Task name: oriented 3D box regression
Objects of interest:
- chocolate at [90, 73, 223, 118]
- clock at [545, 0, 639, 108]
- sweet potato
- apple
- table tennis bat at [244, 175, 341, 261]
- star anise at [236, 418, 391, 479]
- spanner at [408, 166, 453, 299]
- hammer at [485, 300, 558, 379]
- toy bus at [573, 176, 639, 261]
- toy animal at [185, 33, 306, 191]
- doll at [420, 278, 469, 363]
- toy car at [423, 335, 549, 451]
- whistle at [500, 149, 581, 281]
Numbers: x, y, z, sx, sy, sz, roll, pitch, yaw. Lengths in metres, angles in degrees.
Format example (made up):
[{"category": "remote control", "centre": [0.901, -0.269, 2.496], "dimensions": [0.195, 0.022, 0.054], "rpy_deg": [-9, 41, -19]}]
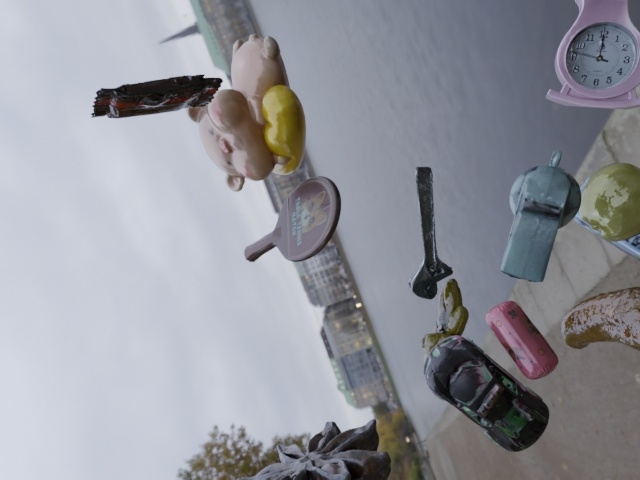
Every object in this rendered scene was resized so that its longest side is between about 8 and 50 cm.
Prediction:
[{"category": "chocolate", "centre": [-0.228, -0.198, 0.836], "dimensions": [0.086, 0.182, 0.028], "rpy_deg": [-33, 78, 54]}, {"category": "clock", "centre": [0.696, -0.438, 1.367], "dimensions": [0.080, 0.290, 0.275], "rpy_deg": [-21, -59, -70]}, {"category": "sweet potato", "centre": [0.478, 0.124, 0.906], "dimensions": [0.341, 0.092, 0.114], "rpy_deg": [145, 145, -82]}, {"category": "apple", "centre": [0.740, -0.099, 1.465], "dimensions": [0.200, 0.200, 0.200], "rpy_deg": [-20, -90, -89]}, {"category": "table tennis bat", "centre": [0.000, 0.000, 0.770], "dimensions": [0.119, 0.170, 0.107], "rpy_deg": [23, -129, -38]}, {"category": "star anise", "centre": [-0.005, 0.363, 0.883], "dimensions": [0.223, 0.236, 0.109], "rpy_deg": [-19, -92, -45]}, {"category": "spanner", "centre": [0.205, -0.006, 1.146], "dimensions": [0.026, 0.093, 0.325], "rpy_deg": [-100, -2, -52]}, {"category": "hammer", "centre": [0.204, 0.100, 0.604], "dimensions": [0.083, 0.043, 0.043], "rpy_deg": [56, 176, 21]}, {"category": "toy bus", "centre": [0.850, -0.047, 1.651], "dimensions": [0.109, 0.136, 0.329], "rpy_deg": [33, -170, -44]}, {"category": "toy animal", "centre": [-0.174, -0.286, 1.362], "dimensions": [0.277, 0.247, 0.345], "rpy_deg": [-145, 41, -71]}, {"category": "doll", "centre": [0.248, 0.181, 1.210], "dimensions": [0.137, 0.097, 0.209], "rpy_deg": [119, 159, -58]}, {"category": "toy car", "centre": [0.171, 0.159, 0.612], "dimensions": [0.142, 0.069, 0.055], "rpy_deg": [39, -177, -6]}, {"category": "whistle", "centre": [0.493, -0.060, 1.336], "dimensions": [0.163, 0.163, 0.289], "rpy_deg": [-104, 26, -78]}]
